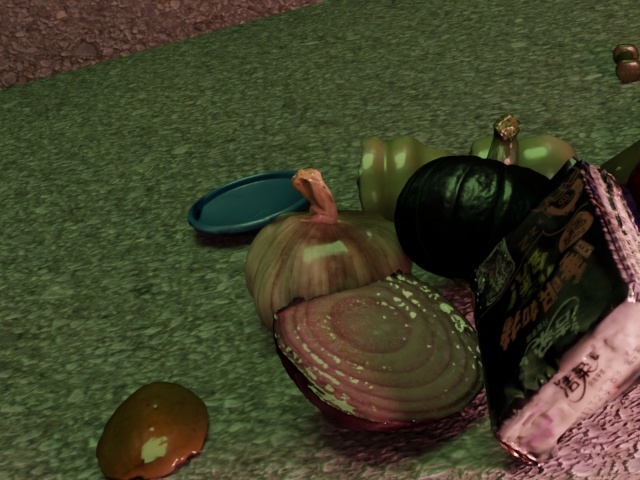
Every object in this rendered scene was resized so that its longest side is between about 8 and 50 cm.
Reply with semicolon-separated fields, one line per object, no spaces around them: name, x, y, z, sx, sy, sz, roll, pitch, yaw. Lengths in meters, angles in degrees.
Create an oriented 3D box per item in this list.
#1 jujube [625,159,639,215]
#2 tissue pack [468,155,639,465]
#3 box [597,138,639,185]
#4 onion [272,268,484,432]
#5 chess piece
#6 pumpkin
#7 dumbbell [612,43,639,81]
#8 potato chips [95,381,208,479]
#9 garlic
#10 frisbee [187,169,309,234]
jujube;0.530;-0.027;1.528;0.258;0.258;0.377;-30;32;-31
tissue pack;0.280;0.078;1.475;0.245;0.123;0.332;-52;18;24
box;0.460;-0.099;1.948;0.126;0.031;0.091;-37;21;31
onion;0.075;0.165;1.577;0.250;0.111;0.247;-13;42;-30
chess piece;0.232;-0.083;1.974;0.330;0.182;0.182;-5;24;10
pumpkin;0.232;-0.050;1.749;0.248;0.248;0.248;-13;23;6
dumbbell;0.594;-0.345;2.490;0.052;0.046;0.118;-5;24;11
potato chips;-0.221;0.238;1.658;0.150;0.049;0.201;-17;28;9
garlic;0.000;0.000;1.816;0.245;0.253;0.245;-11;32;7
frisbee;-0.117;-0.059;2.284;0.242;0.045;0.242;-13;22;5
